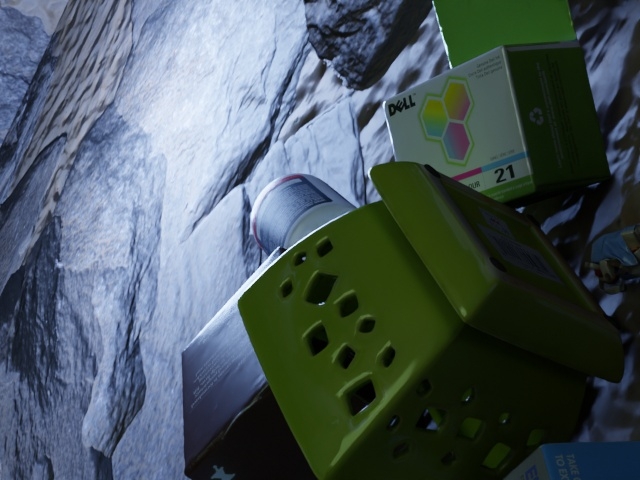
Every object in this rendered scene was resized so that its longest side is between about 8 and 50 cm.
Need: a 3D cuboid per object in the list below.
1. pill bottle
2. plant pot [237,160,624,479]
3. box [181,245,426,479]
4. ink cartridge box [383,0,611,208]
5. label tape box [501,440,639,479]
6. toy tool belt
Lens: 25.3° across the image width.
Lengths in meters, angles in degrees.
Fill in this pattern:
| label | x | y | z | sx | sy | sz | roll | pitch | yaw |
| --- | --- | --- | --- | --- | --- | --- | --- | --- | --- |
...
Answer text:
| label | x | y | z | sx | sy | sz | roll | pitch | yaw |
| --- | --- | --- | --- | --- | --- | --- | --- | --- | --- |
| pill bottle | 0.000 | 0.000 | 1.567 | 0.108 | 0.108 | 0.180 | -65 | 27 | 9 |
| plant pot | 0.101 | 0.079 | 1.184 | 0.207 | 0.228 | 0.227 | -51 | 41 | 19 |
| box | -0.021 | 0.150 | 1.381 | 0.168 | 0.167 | 0.203 | -46 | 25 | 19 |
| ink cartridge box | 0.143 | -0.154 | 1.309 | 0.189 | 0.097 | 0.255 | -20 | 82 | 56 |
| label tape box | 0.189 | 0.281 | 1.028 | 0.333 | 0.106 | 0.240 | -50 | 34 | 35 |
| toy tool belt | 0.243 | 0.011 | 1.168 | 0.083 | 0.051 | 0.052 | -29 | 48 | 53 |
